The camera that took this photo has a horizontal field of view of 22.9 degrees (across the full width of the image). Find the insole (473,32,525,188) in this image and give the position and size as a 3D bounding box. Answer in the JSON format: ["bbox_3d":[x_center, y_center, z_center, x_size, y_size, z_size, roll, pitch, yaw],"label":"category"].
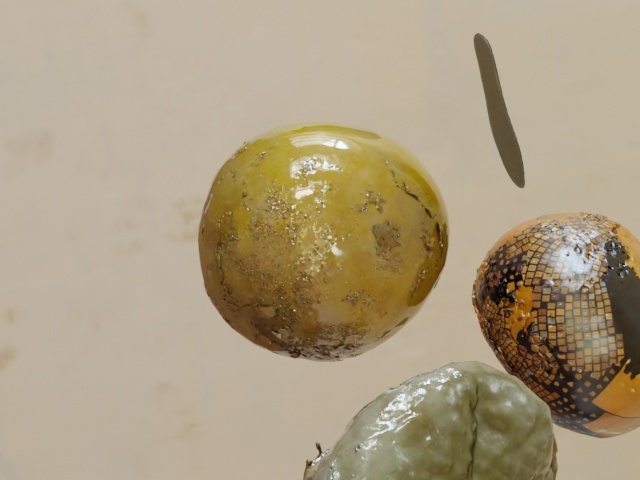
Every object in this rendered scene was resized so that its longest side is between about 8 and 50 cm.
[{"bbox_3d":[0.164,-0.118,1.457,0.053,0.002,0.152,37,-34,63],"label":"insole"}]

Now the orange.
[{"bbox_3d":[0.256,0.081,1.550,0.234,0.182,0.234,-24,90,-83],"label":"orange"}]

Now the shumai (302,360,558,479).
[{"bbox_3d":[0.043,0.156,0.908,0.120,0.201,0.201,20,-48,46],"label":"shumai"}]

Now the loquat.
[{"bbox_3d":[0.000,0.000,1.459,0.235,0.235,0.235,-9,90,-83],"label":"loquat"}]
